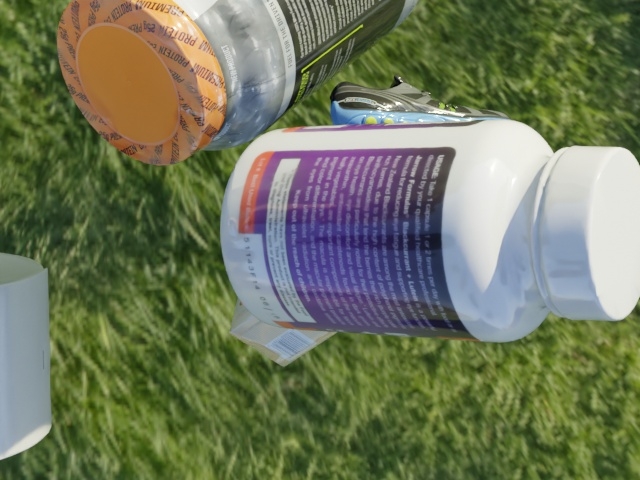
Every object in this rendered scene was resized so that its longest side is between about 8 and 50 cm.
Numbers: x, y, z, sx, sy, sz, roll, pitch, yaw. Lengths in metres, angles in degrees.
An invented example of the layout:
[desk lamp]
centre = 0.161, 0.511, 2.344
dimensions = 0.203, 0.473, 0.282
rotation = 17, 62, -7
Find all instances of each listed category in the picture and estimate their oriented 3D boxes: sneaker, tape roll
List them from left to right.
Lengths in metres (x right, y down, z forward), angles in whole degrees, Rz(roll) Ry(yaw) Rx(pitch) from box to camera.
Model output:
[tape roll]
centre = -0.390, 0.111, 1.241
dimensions = 0.246, 0.246, 0.169
rotation = 0, 99, -8
[sneaker]
centre = 0.090, -0.104, 1.075
dimensions = 0.188, 0.078, 0.067
rotation = 4, 139, -32

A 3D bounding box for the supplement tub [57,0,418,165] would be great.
[supplement tub]
centre = -0.062, -0.203, 1.093
dimensions = 0.194, 0.316, 0.193
rotation = 22, 133, 26

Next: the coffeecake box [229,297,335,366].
[coffeecake box]
centre = 0.000, 0.000, 1.159
dimensions = 0.068, 0.185, 0.142
rotation = 34, 132, -23

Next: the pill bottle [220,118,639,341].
[pill bottle]
centre = 0.056, -0.005, 0.630
dimensions = 0.194, 0.108, 0.108
rotation = 1, 117, 34
